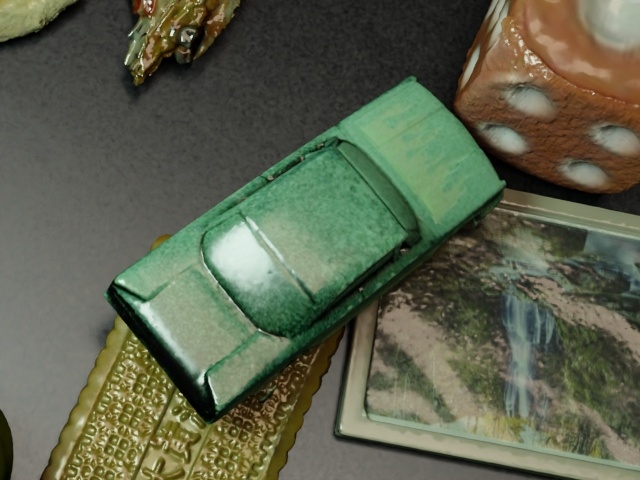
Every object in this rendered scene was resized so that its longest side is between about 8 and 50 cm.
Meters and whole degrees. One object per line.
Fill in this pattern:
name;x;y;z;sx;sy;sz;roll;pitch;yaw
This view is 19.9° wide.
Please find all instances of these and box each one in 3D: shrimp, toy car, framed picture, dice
shrimp;-0.112;-0.258;1.525;0.154;0.062;0.294;15;67;7
toy car;0.000;0.000;1.413;0.320;0.097;0.141;-36;81;-23
framed picture;0.184;0.076;1.494;0.324;0.020;0.241;13;71;-7
dice;0.219;-0.150;1.493;0.174;0.179;0.175;22;65;-3

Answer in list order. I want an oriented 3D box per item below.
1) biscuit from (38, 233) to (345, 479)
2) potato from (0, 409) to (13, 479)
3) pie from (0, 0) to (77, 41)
biscuit;-0.098;0.129;1.415;0.172;0.029;0.254;25;69;-2
potato;-0.333;0.196;1.229;0.216;0.216;0.304;33;50;0
pie;-0.264;-0.266;1.497;0.185;0.052;0.218;3;74;-16
